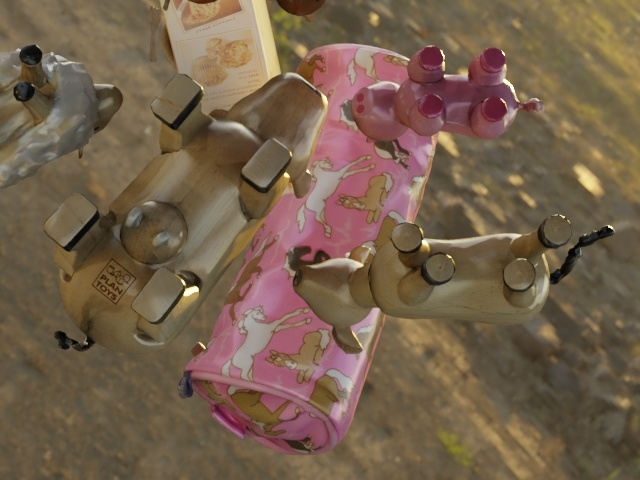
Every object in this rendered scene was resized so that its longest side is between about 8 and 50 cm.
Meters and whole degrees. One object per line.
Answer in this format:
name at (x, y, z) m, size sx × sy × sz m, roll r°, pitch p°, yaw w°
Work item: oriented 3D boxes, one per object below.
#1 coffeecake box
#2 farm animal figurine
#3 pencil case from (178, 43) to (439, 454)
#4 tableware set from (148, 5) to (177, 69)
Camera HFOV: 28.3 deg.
coffeecake box at (-0.069, -0.139, 0.966) m, size 0.142 × 0.068 × 0.185 m, roll -94°, pitch 173°, yaw -66°
farm animal figurine at (-0.036, -0.032, 0.815) m, size 0.330 × 0.327 × 0.172 m, roll 55°, pitch -10°, yaw 10°
pencil case at (0.000, 0.000, 1.189) m, size 0.167 × 0.386 × 0.160 m, roll 14°, pitch -24°, yaw 14°
tableware set at (-0.180, -0.331, 1.788) m, size 0.128 × 0.039 × 0.194 m, roll 9°, pitch 77°, yaw -45°
